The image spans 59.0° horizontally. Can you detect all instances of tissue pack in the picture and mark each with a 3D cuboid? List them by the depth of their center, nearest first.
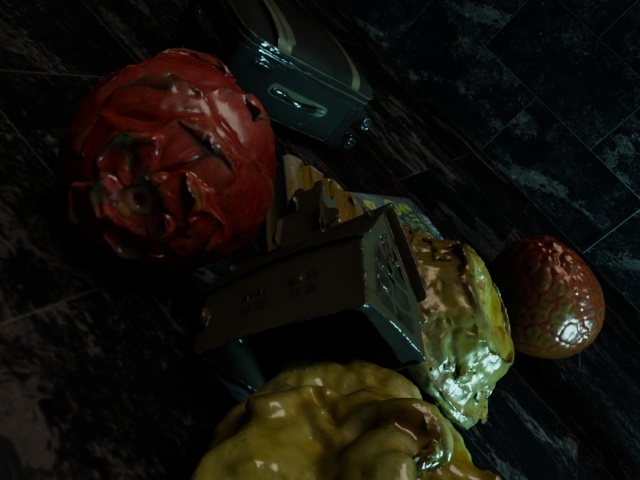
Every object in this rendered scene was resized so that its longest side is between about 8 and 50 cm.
[{"bbox_3d":[0.152,-0.003,1.105,0.257,0.081,0.185,0,51,-55],"label":"tissue pack"}]

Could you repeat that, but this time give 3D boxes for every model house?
[{"bbox_3d":[0.006,0.045,0.656,0.204,0.211,0.243,49,29,-41],"label":"model house"}]

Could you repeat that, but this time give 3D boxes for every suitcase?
[{"bbox_3d":[-0.080,-0.370,1.193,0.434,0.194,0.283,12,40,-45],"label":"suitcase"}]

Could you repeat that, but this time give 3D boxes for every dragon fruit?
[{"bbox_3d":[-0.163,-0.084,0.624,0.241,0.241,0.252,18,20,-42],"label":"dragon fruit"}]

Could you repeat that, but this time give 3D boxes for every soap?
[{"bbox_3d":[0.000,0.000,0.877,0.173,0.089,0.274,31,29,-28],"label":"soap"}]

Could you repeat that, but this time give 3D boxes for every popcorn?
[{"bbox_3d":[0.022,0.216,0.462,0.252,0.215,0.286,8,10,36],"label":"popcorn"}]

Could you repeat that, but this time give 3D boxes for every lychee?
[{"bbox_3d":[0.472,0.131,1.207,0.255,0.255,0.300,-104,173,-47],"label":"lychee"}]

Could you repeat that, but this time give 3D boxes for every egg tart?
[{"bbox_3d":[0.202,0.115,0.857,0.341,0.129,0.341,46,33,-42],"label":"egg tart"}]
